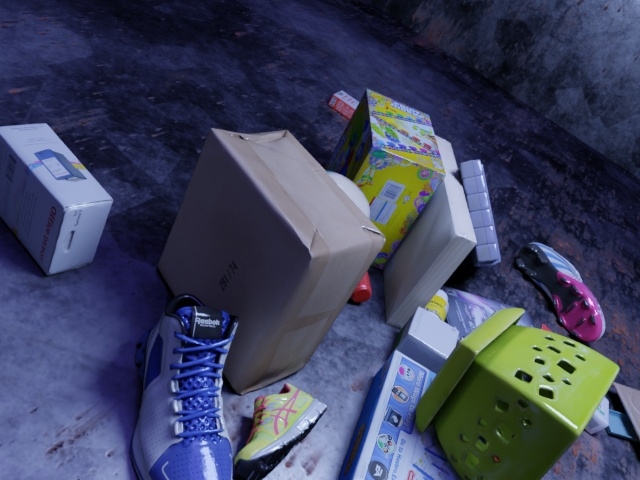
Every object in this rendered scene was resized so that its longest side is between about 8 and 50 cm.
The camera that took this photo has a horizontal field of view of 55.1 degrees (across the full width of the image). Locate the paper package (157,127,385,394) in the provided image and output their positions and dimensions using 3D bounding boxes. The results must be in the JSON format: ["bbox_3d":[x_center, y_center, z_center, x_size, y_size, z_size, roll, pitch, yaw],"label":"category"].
[{"bbox_3d":[-0.102,0.025,1.023,0.168,0.324,0.309,-10,50,-44],"label":"paper package"}]

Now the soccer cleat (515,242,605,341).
[{"bbox_3d":[0.668,0.126,1.647,0.143,0.116,0.331,3,42,-33],"label":"soccer cleat"}]

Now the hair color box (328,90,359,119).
[{"bbox_3d":[0.103,-0.426,1.991,0.141,0.043,0.072,37,35,8],"label":"hair color box"}]

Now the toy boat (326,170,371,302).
[{"bbox_3d":[0.000,0.000,1.254,0.318,0.268,0.148,45,19,-38],"label":"toy boat"}]

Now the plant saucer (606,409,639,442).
[{"bbox_3d":[0.715,0.429,1.386,0.192,0.018,0.067,18,36,-15],"label":"plant saucer"}]

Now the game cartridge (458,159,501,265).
[{"bbox_3d":[0.375,-0.050,1.467,0.355,0.068,0.230,13,63,-78],"label":"game cartridge"}]

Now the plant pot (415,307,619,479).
[{"bbox_3d":[0.297,0.251,0.974,0.207,0.228,0.227,40,36,23],"label":"plant pot"}]

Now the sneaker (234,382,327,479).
[{"bbox_3d":[-0.077,0.284,0.935,0.094,0.081,0.208,40,25,14],"label":"sneaker"}]

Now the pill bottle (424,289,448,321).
[{"bbox_3d":[0.244,0.155,1.342,0.065,0.065,0.116,34,34,5],"label":"pill bottle"}]

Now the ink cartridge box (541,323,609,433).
[{"bbox_3d":[0.573,0.296,1.390,0.181,0.056,0.224,45,36,-1],"label":"ink cartridge box"}]

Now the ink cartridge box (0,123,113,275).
[{"bbox_3d":[-0.459,-0.071,1.026,0.212,0.154,0.093,45,36,21],"label":"ink cartridge box"}]

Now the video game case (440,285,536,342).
[{"bbox_3d":[0.401,0.208,1.427,0.275,0.026,0.196,16,37,-19],"label":"video game case"}]

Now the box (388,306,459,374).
[{"bbox_3d":[0.207,0.210,1.224,0.102,0.087,0.101,33,34,3],"label":"box"}]

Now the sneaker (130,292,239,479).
[{"bbox_3d":[-0.189,0.194,0.868,0.128,0.182,0.315,7,41,-28],"label":"sneaker"}]

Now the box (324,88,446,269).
[{"bbox_3d":[0.127,-0.145,1.435,0.177,0.289,0.279,20,35,-14],"label":"box"}]

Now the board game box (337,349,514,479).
[{"bbox_3d":[0.202,0.375,1.013,0.302,0.086,0.308,32,34,1],"label":"board game box"}]

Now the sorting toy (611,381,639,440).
[{"bbox_3d":[0.770,0.425,1.391,0.193,0.038,0.208,20,31,-16],"label":"sorting toy"}]

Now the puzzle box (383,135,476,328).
[{"bbox_3d":[0.227,-0.031,1.383,0.052,0.272,0.408,22,36,-12],"label":"puzzle box"}]
